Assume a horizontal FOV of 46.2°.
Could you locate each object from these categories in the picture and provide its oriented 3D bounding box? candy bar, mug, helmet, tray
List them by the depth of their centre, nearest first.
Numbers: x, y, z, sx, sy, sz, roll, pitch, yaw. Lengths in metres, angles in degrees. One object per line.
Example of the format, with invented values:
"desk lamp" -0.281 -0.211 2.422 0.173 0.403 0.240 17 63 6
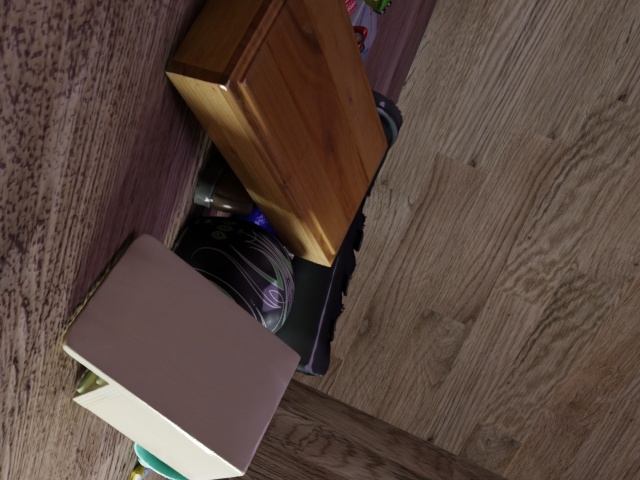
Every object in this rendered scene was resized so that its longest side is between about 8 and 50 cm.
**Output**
"tray" -0.020 -0.144 0.871 0.203 0.076 0.411 -64 156 -17
"helmet" -0.112 0.056 0.989 0.169 0.161 0.169 24 90 -84
"mug" -0.236 0.319 1.231 0.097 0.157 0.129 -64 151 -42
"candy bar" -0.310 0.401 1.338 0.161 0.018 0.040 -30 144 -80

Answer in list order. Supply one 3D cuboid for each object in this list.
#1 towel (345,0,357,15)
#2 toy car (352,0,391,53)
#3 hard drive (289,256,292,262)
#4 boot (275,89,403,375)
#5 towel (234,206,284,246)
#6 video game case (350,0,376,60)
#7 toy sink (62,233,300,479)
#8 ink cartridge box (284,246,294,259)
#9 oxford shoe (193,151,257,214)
"towel" 0.006 -0.337 1.145 0.275 0.031 0.199 67 48 -83
"toy car" 0.076 -0.381 1.182 0.225 0.053 0.239 -59 173 -53
"hard drive" -0.103 0.140 1.426 0.054 0.172 0.255 -14 -145 46
"boot" 0.001 0.001 1.247 0.367 0.146 0.445 61 47 -76
"towel" -0.110 0.010 1.266 0.228 0.076 0.308 105 11 -64
"video game case" 0.030 -0.311 1.441 0.300 0.036 0.329 49 66 -84
"toy sink" -0.168 0.133 0.820 0.131 0.234 0.153 -26 -151 48
"ink cartridge box" -0.078 0.098 1.606 0.082 0.139 0.191 -45 159 -79
"oxford shoe" -0.081 -0.095 1.008 0.227 0.096 0.083 -62 171 -52
